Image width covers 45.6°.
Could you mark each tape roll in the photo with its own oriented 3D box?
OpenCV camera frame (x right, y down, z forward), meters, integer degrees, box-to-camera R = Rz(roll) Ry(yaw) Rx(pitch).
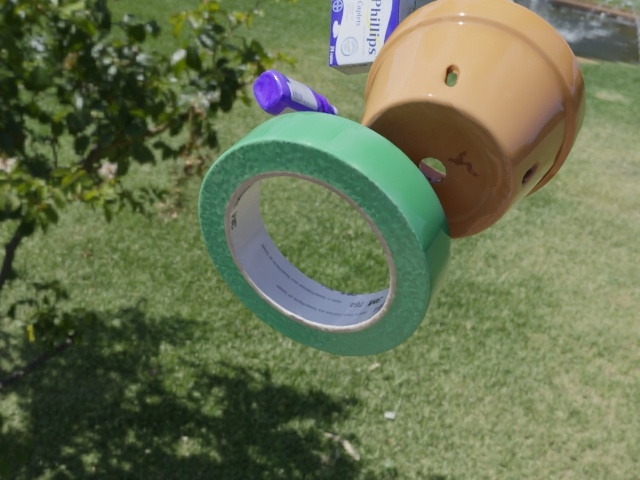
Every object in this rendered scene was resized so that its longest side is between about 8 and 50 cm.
[{"bbox_3d":[0.000,0.000,0.954,0.322,0.321,0.077,21,42,19],"label":"tape roll"}]

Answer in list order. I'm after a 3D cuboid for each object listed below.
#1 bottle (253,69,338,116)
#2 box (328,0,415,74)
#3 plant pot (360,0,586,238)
[{"bbox_3d":[-0.057,-0.365,2.038,0.283,0.092,0.118,11,46,-55],"label":"bottle"},{"bbox_3d":[0.091,-0.367,1.349,0.137,0.126,0.072,1,-3,31],"label":"box"},{"bbox_3d":[0.170,-0.138,0.973,0.291,0.290,0.203,19,43,17],"label":"plant pot"}]
